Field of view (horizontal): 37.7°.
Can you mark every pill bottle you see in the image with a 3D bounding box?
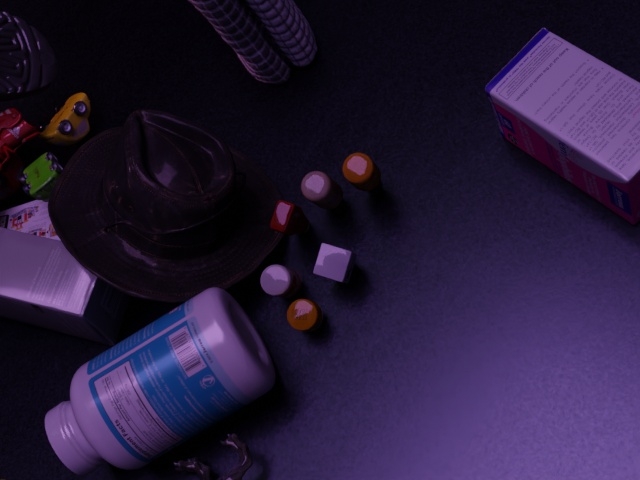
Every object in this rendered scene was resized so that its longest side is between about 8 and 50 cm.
[{"bbox_3d":[-0.198,0.180,1.138,0.264,0.146,0.146,-31,56,5],"label":"pill bottle"}]

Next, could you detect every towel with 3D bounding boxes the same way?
[{"bbox_3d":[-0.141,-0.383,1.373,0.121,0.235,0.283,-36,55,8],"label":"towel"}]

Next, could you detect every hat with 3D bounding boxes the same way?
[{"bbox_3d":[-0.202,-0.083,1.224,0.332,0.134,0.331,3,47,-4],"label":"hat"}]

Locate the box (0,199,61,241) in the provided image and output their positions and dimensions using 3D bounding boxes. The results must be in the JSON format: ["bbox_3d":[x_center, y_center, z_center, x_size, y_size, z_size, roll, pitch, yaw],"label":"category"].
[{"bbox_3d":[-0.424,-0.005,1.402,0.207,0.036,0.114,-16,58,15],"label":"box"}]

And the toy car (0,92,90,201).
[{"bbox_3d":[-0.421,-0.109,1.417,0.239,0.053,0.225,-40,34,-1],"label":"toy car"}]

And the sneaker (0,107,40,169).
[{"bbox_3d":[-0.492,-0.133,1.387,0.128,0.087,0.221,-30,36,15],"label":"sneaker"}]

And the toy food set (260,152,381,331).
[{"bbox_3d":[0.000,0.000,1.204,0.111,0.104,0.232,16,88,15],"label":"toy food set"}]

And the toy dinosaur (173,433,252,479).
[{"bbox_3d":[-0.115,0.299,1.093,0.268,0.064,0.118,-22,63,8],"label":"toy dinosaur"}]

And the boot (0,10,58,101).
[{"bbox_3d":[-0.667,-0.203,1.475,0.445,0.367,0.146,-31,68,48],"label":"boot"}]

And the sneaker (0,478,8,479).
[{"bbox_3d":[-0.452,0.369,1.201,0.059,0.053,0.144,12,60,27],"label":"sneaker"}]

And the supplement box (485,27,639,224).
[{"bbox_3d":[0.319,-0.137,1.113,0.114,0.111,0.220,-46,55,-5],"label":"supplement box"}]

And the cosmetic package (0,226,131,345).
[{"bbox_3d":[-0.389,0.055,1.274,0.238,0.127,0.107,9,67,14],"label":"cosmetic package"}]
